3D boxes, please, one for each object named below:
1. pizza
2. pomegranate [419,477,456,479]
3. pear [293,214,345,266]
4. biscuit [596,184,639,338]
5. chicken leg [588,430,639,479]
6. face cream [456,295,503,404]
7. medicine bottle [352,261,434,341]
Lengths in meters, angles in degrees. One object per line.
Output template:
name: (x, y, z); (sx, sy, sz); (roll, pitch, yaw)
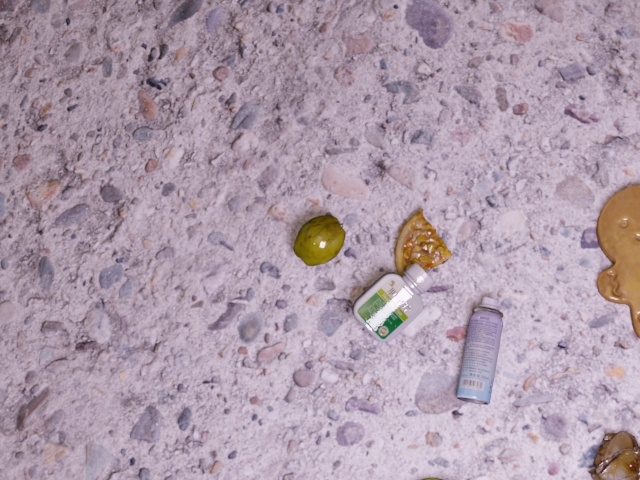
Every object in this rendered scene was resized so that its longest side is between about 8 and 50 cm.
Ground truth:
pizza: (0.235, 0.019, 2.000); (0.131, 0.041, 0.178); (25, 78, 17)
pomegranate: (0.228, 0.556, 1.777); (0.169, 0.122, 0.143); (-22, 31, 39)
pear: (0.000, 0.000, 2.024); (0.131, 0.107, 0.107); (-41, 68, 4)
biscuit: (0.728, 0.042, 1.882); (0.275, 0.052, 0.354); (-10, 70, 8)
chicken leg: (0.595, 0.481, 1.745); (0.125, 0.080, 0.196); (22, 77, 5)
face cream: (0.347, 0.234, 1.883); (0.075, 0.075, 0.229); (10, 74, 15)
medicine bottle: (0.166, 0.133, 1.944); (0.183, 0.069, 0.119); (-42, 90, 0)
